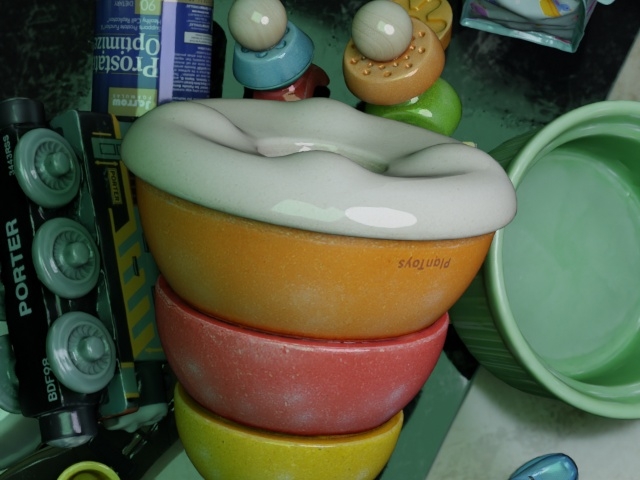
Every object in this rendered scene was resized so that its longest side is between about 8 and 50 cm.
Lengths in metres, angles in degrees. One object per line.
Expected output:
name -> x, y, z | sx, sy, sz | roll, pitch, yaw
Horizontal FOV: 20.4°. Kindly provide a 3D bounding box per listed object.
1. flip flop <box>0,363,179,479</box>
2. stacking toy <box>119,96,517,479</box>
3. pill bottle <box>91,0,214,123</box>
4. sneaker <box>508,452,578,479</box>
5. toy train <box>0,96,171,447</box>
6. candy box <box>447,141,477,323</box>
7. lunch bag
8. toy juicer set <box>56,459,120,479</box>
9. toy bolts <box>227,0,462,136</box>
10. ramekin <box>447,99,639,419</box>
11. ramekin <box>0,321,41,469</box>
flip flop -> -0.235, 0.214, 1.791 | 0.277, 0.080, 0.112 | -45, 109, -4
stacking toy -> -0.032, 0.126, 1.603 | 0.351, 0.350, 0.479 | 10, 104, 3
pill bottle -> -0.174, -0.162, 1.827 | 0.123, 0.123, 0.219 | 3, 93, 2
sneaker -> 0.194, 0.273, 1.777 | 0.162, 0.073, 0.063 | -37, 81, -5
toy train -> -0.229, 0.027, 1.680 | 0.142, 0.190, 0.334 | -20, 77, 39
candy box -> 0.000, 0.000, 1.775 | 0.316, 0.087, 0.182 | -3, 89, -14
lunch bag -> 0.237, -0.335, 1.787 | 0.160, 0.262, 0.223 | 15, 80, 4
toy juicer set -> -0.138, 0.361, 1.730 | 0.329, 0.089, 0.209 | 25, 88, -12
toy bolts -> 0.020, -0.211, 1.797 | 0.229, 0.158, 0.218 | -5, 49, 18
ramekin -> 0.263, 0.020, 1.735 | 0.303, 0.148, 0.303 | 1, 87, -24
ramekin -> -0.373, 0.096, 1.788 | 0.277, 0.135, 0.277 | 0, 80, 1
